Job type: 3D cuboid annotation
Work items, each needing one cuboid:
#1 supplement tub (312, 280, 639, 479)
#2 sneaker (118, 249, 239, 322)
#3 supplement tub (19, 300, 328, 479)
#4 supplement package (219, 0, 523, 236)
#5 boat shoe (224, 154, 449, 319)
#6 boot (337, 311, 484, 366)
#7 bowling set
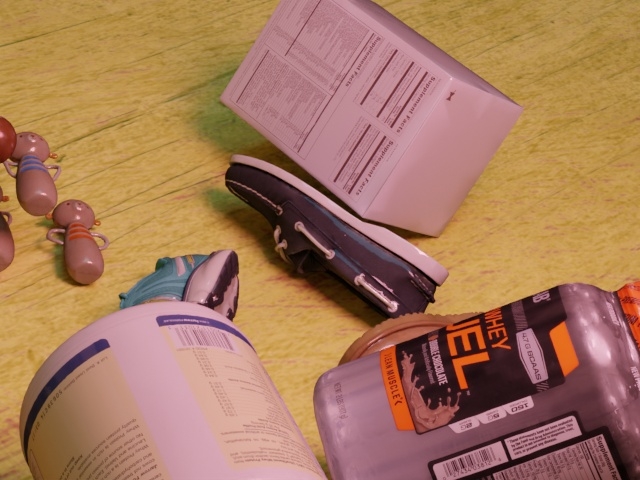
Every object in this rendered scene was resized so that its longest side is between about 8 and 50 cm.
[{"bbox_3d":[0.180,0.167,1.683,0.338,0.207,0.207,-21,37,8],"label":"supplement tub"},{"bbox_3d":[-0.168,0.097,1.874,0.110,0.107,0.275,4,27,15],"label":"sneaker"},{"bbox_3d":[-0.112,0.236,1.556,0.235,0.235,0.325,-3,39,-27],"label":"supplement tub"},{"bbox_3d":[0.062,-0.165,2.173,0.263,0.198,0.199,40,14,29],"label":"supplement package"},{"bbox_3d":[0.000,0.000,2.053,0.302,0.091,0.114,29,-8,25],"label":"boat shoe"},{"bbox_3d":[0.179,0.187,1.884,0.236,0.089,0.269,-11,45,-34],"label":"boot"},{"bbox_3d":[-0.353,-0.073,1.928,0.287,0.200,0.154,7,34,-22],"label":"bowling set"}]
